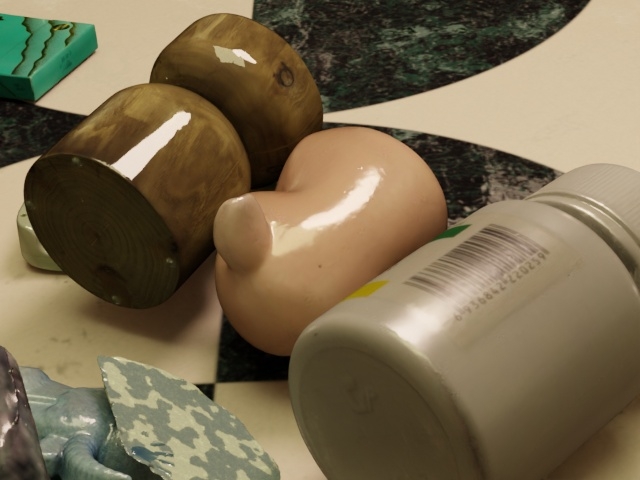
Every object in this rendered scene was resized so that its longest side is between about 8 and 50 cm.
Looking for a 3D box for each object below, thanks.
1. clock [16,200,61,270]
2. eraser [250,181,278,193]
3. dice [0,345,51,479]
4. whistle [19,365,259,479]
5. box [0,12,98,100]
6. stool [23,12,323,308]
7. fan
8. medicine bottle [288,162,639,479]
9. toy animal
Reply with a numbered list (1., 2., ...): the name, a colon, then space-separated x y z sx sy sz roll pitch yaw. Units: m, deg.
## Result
1. clock: -0.212 -0.029 1.630 0.191 0.062 0.151 2 33 9
2. eraser: -0.012 -0.062 1.663 0.172 0.058 0.117 7 34 17
3. dice: -0.275 0.183 1.065 0.182 0.183 0.181 -13 36 -12
4. whistle: -0.176 0.170 1.288 0.269 0.093 0.180 12 15 17
5. box: -0.423 -0.243 2.002 0.226 0.042 0.161 10 36 22
6. stool: -0.138 -0.080 1.508 0.179 0.179 0.264 15 44 28
7. fan: -0.101 0.165 1.241 0.131 0.009 0.240 -2 36 -41
8. medicine bottle: 0.157 0.081 1.284 0.208 0.208 0.339 24 42 36
9. toy animal: -0.003 0.003 1.440 0.256 0.195 0.213 -47 10 -34
